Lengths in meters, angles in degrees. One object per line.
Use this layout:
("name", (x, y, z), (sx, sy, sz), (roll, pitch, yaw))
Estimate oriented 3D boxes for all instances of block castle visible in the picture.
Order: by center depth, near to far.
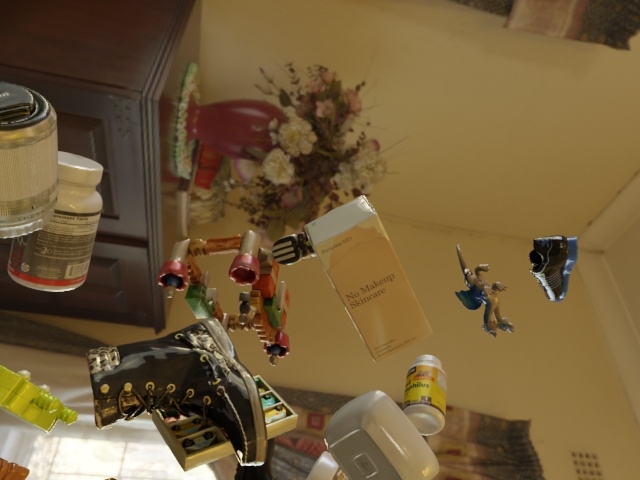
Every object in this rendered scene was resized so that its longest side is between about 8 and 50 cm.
("block castle", (-0.269, 0.201, 1.559), (0.213, 0.302, 0.454), (-86, 166, -45))

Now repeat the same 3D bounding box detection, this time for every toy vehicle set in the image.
("toy vehicle set", (-0.202, 0.380, 1.094), (0.166, 0.266, 0.035), (30, -63, 44))

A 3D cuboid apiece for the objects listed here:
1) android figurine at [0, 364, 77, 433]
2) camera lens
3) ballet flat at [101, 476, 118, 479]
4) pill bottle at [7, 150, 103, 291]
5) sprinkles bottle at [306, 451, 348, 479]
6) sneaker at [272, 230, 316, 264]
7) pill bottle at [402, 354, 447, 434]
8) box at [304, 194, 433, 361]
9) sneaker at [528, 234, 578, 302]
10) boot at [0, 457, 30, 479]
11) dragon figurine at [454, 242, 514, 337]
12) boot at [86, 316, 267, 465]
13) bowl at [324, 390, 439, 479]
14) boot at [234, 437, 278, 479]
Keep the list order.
("android figurine", (-0.483, 0.204, 0.748), (0.248, 0.272, 0.056), (87, 25, -54))
("camera lens", (-0.663, -0.172, 1.053), (0.220, 0.219, 0.274), (-94, -161, -51))
("ballet flat", (-0.390, 0.564, 1.005), (0.080, 0.073, 0.233), (-76, 147, -72))
("pill bottle", (-0.747, -0.058, 1.458), (0.210, 0.210, 0.363), (-114, -139, -72))
("sprinkles bottle", (0.130, 0.609, 1.119), (0.121, 0.355, 0.121), (-56, 163, -26))
("sneaker", (0.000, 0.000, 1.520), (0.162, 0.281, 0.107), (25, 53, -87))
("pill bottle", (0.299, 0.432, 1.455), (0.215, 0.117, 0.117), (-67, 173, -54))
("box", (0.101, 0.081, 1.058), (0.311, 0.147, 0.121), (60, 3, -25))
("sneaker", (0.519, 0.064, 1.163), (0.232, 0.090, 0.082), (72, 27, -50))
("boot", (-0.627, 0.421, 0.967), (0.197, 0.152, 0.073), (-47, -151, 22))
("dragon figurine", (0.454, 0.147, 1.486), (0.289, 0.085, 0.144), (53, -29, 36))
("boot", (-0.282, 0.303, 0.983), (0.377, 0.284, 0.138), (50, -42, 46))
("bowl", (0.072, 0.289, 0.695), (0.142, 0.053, 0.142), (52, -50, 11))
("boot", (-0.138, 0.777, 1.621), (0.131, 0.259, 0.348), (69, 29, -45))
